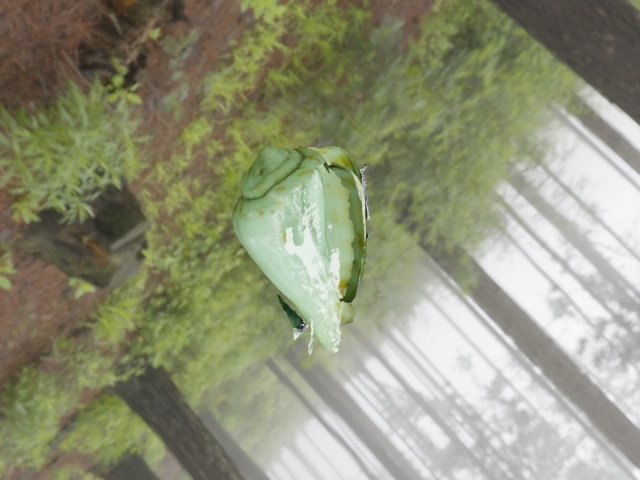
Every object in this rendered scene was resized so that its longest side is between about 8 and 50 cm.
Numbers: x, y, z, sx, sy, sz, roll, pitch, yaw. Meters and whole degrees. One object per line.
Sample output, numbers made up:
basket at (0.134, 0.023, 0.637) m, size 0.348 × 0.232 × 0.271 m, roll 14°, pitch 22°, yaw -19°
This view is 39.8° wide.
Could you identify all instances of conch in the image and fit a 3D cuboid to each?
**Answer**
conch at (0.000, 0.000, 0.624) m, size 0.105 × 0.079 × 0.170 m, roll -32°, pitch 125°, yaw -16°
